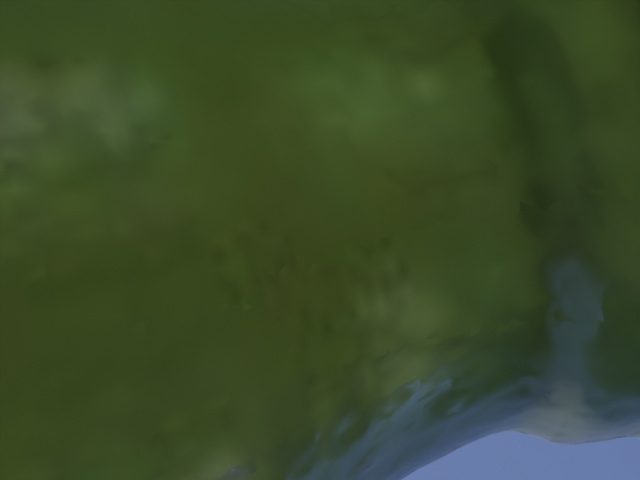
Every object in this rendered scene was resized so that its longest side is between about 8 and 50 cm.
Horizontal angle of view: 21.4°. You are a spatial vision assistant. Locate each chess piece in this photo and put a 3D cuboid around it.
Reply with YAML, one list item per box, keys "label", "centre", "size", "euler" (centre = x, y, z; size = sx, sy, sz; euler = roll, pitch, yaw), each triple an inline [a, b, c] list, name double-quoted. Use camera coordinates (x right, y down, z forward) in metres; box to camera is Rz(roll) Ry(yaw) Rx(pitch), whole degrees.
- label: "chess piece"
  centre: [0.000, 0.000, 0.408]
  size: [0.442, 0.234, 0.234]
  euler: [-14, -114, -11]
